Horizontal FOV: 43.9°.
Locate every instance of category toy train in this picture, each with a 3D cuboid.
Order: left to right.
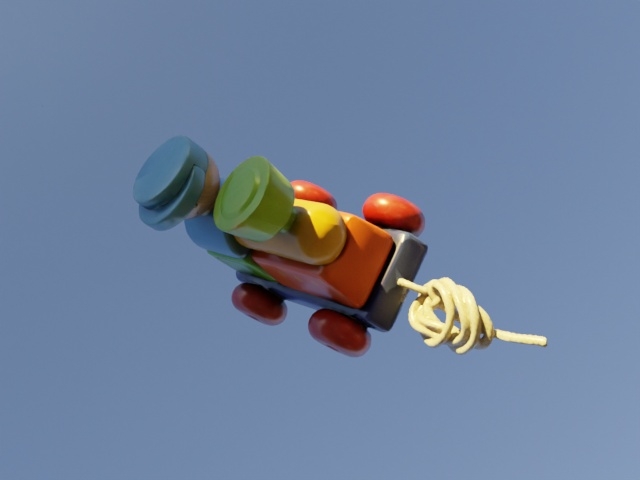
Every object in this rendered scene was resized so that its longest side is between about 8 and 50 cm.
[{"bbox_3d":[0.000,0.000,0.473,0.143,0.248,0.105,34,-104,-39],"label":"toy train"}]
